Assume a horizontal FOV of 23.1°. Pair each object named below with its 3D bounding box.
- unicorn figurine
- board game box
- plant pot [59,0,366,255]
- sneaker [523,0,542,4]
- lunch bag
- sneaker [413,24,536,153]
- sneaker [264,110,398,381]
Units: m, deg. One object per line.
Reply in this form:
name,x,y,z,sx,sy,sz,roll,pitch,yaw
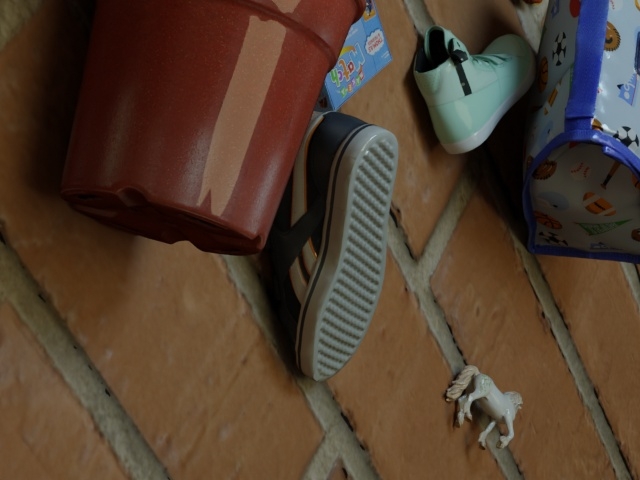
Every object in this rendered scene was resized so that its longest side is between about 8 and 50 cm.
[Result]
unicorn figurine,0.236,0.231,2.147,0.162,0.060,0.111,58,44,-36
board game box,0.009,-0.280,1.871,0.160,0.039,0.212,-45,122,-48
plant pot,-0.120,-0.139,1.498,0.272,0.272,0.265,29,72,-51
sneaker,0.318,-0.436,2.337,0.067,0.064,0.175,51,50,-68
lunch bag,0.403,-0.187,2.196,0.385,0.238,0.328,63,34,-61
sneaker,0.210,-0.248,2.120,0.256,0.094,0.151,-55,128,-44
sneaker,0.000,0.000,1.779,0.126,0.127,0.321,-22,130,-48
